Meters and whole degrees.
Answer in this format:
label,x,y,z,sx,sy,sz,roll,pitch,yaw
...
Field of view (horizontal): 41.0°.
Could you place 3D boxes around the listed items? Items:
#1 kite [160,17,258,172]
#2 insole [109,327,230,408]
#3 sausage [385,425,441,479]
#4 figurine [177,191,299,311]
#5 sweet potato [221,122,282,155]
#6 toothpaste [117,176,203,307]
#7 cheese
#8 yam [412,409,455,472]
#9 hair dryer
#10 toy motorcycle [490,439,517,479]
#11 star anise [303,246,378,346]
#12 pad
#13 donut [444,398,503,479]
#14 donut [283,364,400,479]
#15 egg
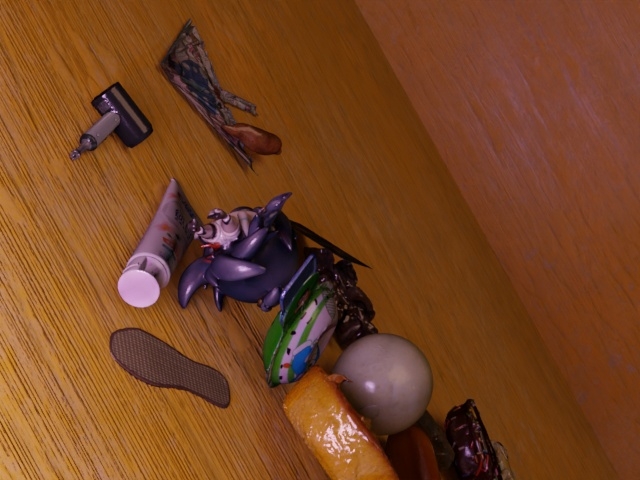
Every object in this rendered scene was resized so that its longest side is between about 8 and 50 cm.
label,x,y,z,sx,sy,sz,roll,pitch,yaw
kite,-0.227,-0.312,1.798,0.368,0.014,0.406,14,50,-63
insole,-0.209,0.183,1.228,0.253,0.005,0.086,36,33,-48
sausage,0.182,0.474,1.612,0.105,0.105,0.274,42,29,-40
figurine,-0.125,0.022,1.381,0.265,0.175,0.197,-38,127,-68
sweet potato,-0.140,-0.213,1.780,0.194,0.056,0.057,21,44,-51
toothpaste,-0.238,0.000,1.325,0.100,0.066,0.323,59,16,-20
cheese,-0.032,0.135,1.391,0.083,0.204,0.320,29,-28,16
yam,0.190,0.358,1.817,0.317,0.067,0.071,56,8,-16
hair dryer,-0.337,-0.166,1.335,0.100,0.057,0.198,53,31,-18
toy motorcycle,0.430,0.566,2.089,0.151,0.074,0.229,46,27,-27
star anise,0.053,0.120,1.768,0.220,0.098,0.214,44,31,-37
pad,0.000,0.000,1.764,0.211,0.003,0.143,32,6,30
donut,0.347,0.481,1.943,0.235,0.089,0.235,-19,90,-80
donut,0.041,0.314,1.369,0.253,0.118,0.253,49,-9,10
egg,0.116,0.267,1.602,0.187,0.186,0.253,63,22,6
